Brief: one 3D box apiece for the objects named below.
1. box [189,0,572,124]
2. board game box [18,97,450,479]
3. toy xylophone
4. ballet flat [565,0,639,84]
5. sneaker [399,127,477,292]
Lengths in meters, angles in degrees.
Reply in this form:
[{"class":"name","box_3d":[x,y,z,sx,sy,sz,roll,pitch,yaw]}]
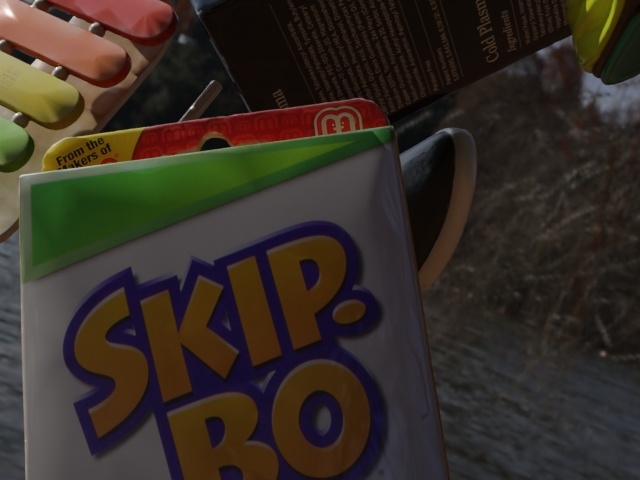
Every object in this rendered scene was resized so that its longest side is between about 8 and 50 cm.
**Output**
[{"class":"box","box_3d":[0.031,-0.275,0.860,0.343,0.312,0.179,64,2,39]},{"class":"board game box","box_3d":[-0.023,0.074,0.337,0.124,0.259,0.039,-8,-23,1]},{"class":"toy xylophone","box_3d":[-0.226,-0.118,0.955,0.236,0.322,0.081,18,-23,27]},{"class":"ballet flat","box_3d":[0.183,-0.158,0.606,0.077,0.077,0.231,-19,-11,-12]},{"class":"sneaker","box_3d":[0.000,0.001,0.919,0.147,0.104,0.296,13,-38,-26]}]
